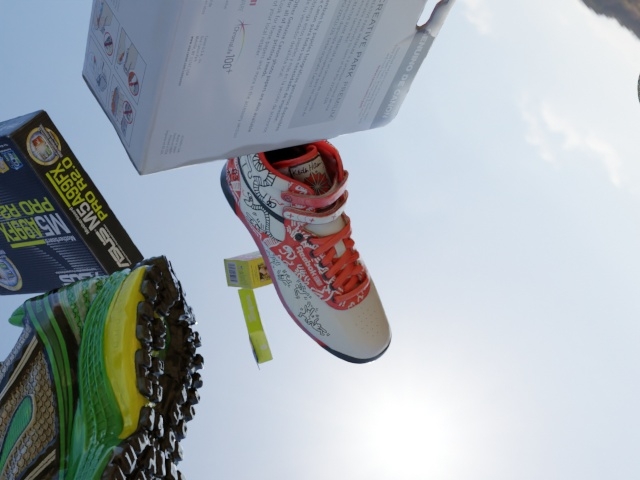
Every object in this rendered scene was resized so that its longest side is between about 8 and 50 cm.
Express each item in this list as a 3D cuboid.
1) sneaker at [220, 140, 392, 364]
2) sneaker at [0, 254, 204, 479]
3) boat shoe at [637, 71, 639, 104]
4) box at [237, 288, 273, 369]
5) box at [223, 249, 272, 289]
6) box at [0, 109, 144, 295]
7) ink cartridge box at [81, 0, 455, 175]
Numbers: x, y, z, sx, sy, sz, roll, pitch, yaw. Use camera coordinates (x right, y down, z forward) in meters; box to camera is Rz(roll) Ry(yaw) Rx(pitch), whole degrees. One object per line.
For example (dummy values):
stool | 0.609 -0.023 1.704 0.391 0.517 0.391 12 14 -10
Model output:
sneaker | -0.001 0.000 0.811 0.090 0.145 0.270 -32 -95 -26
sneaker | -0.167 0.164 0.531 0.344 0.146 0.134 -92 -15 -49
boat shoe | 0.556 -0.280 1.310 0.056 0.152 0.049 -5 -156 -11
box | -0.153 0.205 1.911 0.178 0.042 0.109 -111 5 -49
box | -0.065 0.039 1.542 0.232 0.087 0.058 -15 -79 -38
box | -0.373 -0.035 0.999 0.060 0.270 0.216 -51 -55 -40
ink cartridge box | -0.019 -0.220 0.632 0.271 0.309 0.130 -15 -122 -35
